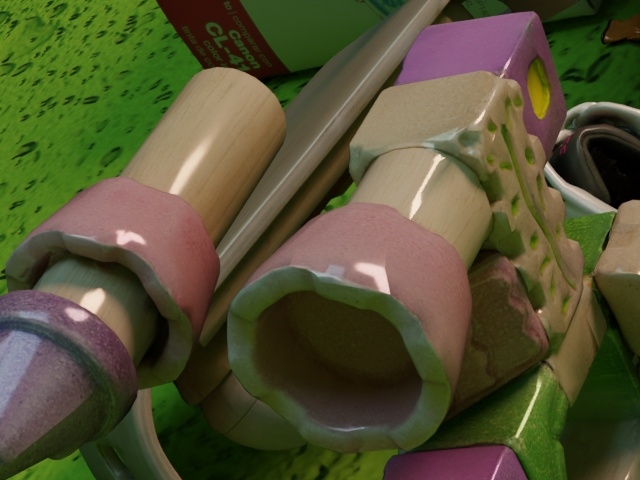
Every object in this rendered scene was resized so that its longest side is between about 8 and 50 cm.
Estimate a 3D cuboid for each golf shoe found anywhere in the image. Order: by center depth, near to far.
[{"bbox_3d":[0.126,-0.019,0.813,0.105,0.120,0.273,-46,31,-18],"label":"golf shoe"}]

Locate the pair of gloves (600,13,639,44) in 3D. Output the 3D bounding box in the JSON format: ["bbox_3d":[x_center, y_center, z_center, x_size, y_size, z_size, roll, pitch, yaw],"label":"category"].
[{"bbox_3d":[0.205,-0.142,1.018,0.074,0.010,0.083,-2,42,42],"label":"pair of gloves"}]

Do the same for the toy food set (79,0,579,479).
[{"bbox_3d":[0.000,0.000,0.858,0.306,0.092,0.220,-51,8,-14],"label":"toy food set"}]

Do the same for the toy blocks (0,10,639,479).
[{"bbox_3d":[0.068,0.097,0.536,0.309,0.289,0.260,-9,31,31],"label":"toy blocks"}]

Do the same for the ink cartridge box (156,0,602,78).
[{"bbox_3d":[0.060,-0.234,1.167,0.306,0.131,0.226,-5,40,37],"label":"ink cartridge box"}]
